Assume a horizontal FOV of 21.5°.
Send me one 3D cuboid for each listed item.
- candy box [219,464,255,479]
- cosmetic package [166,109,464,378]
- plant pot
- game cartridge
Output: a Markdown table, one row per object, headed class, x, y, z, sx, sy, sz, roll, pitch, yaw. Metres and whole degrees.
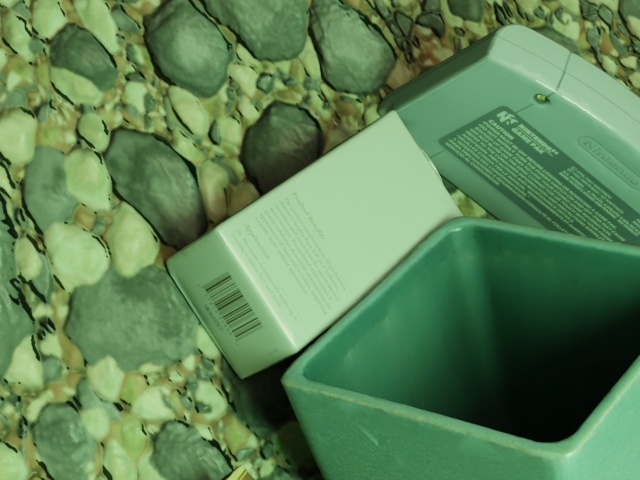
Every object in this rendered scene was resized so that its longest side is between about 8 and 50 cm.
| class | x | y | z | sx | sy | sz | roll | pitch | yaw |
| --- | --- | --- | --- | --- | --- | --- | --- | --- | --- |
| candy box | -0.041 | 0.268 | 1.215 | 0.187 | 0.053 | 0.109 | 51 | 50 | 2 |
| cosmetic package | 0.000 | 0.000 | 1.352 | 0.231 | 0.085 | 0.117 | -34 | 93 | -42 |
| plant pot | 0.159 | 0.163 | 1.288 | 0.248 | 0.247 | 0.252 | -41 | 129 | -39 |
| game cartridge | 0.217 | -0.065 | 1.460 | 0.297 | 0.198 | 0.062 | 37 | 54 | -19 |
